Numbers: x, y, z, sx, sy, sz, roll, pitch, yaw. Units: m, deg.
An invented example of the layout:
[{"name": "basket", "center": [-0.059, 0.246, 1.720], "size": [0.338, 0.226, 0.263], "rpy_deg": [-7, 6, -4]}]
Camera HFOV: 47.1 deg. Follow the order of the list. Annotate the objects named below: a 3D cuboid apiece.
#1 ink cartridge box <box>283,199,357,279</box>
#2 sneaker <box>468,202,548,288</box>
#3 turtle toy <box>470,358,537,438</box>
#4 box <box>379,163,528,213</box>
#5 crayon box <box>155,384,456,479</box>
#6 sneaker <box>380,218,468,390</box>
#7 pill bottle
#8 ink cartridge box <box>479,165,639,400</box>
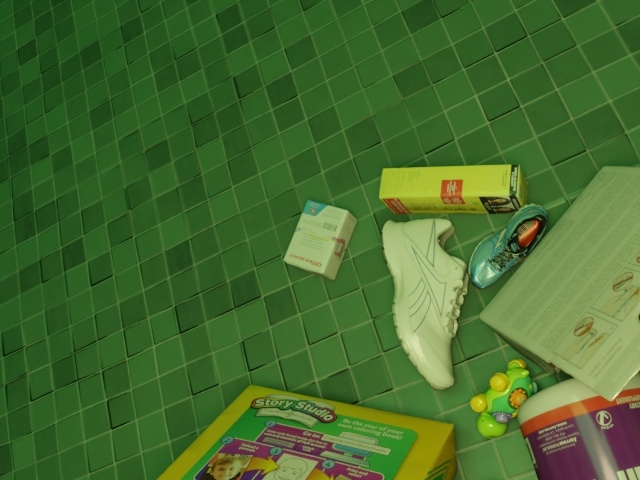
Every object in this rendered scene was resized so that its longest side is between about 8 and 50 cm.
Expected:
[{"name": "ink cartridge box", "center": [0.000, 0.000, 1.320], "size": [0.088, 0.052, 0.122], "rpy_deg": [17, 78, 30]}, {"name": "sneaker", "center": [0.292, 0.010, 1.147], "size": [0.063, 0.073, 0.162], "rpy_deg": [38, 102, 0]}, {"name": "turtle toy", "center": [0.270, 0.237, 1.083], "size": [0.066, 0.095, 0.130], "rpy_deg": [45, 122, 20]}, {"name": "box", "center": [0.221, -0.083, 1.225], "size": [0.232, 0.087, 0.058], "rpy_deg": [2, 73, 25]}, {"name": "crayon box", "center": [-0.025, 0.358, 1.060], "size": [0.362, 0.313, 0.106], "rpy_deg": [5, 114, 27]}, {"name": "sneaker", "center": [0.178, 0.089, 1.174], "size": [0.129, 0.111, 0.297], "rpy_deg": [-14, 67, 14]}, {"name": "pill bottle", "center": [0.385, 0.340, 0.936], "size": [0.181, 0.181, 0.323], "rpy_deg": [-23, 64, 17]}, {"name": "ink cartridge box", "center": [0.394, 0.049, 0.947], "size": [0.091, 0.385, 0.308], "rpy_deg": [40, 90, -12]}]
